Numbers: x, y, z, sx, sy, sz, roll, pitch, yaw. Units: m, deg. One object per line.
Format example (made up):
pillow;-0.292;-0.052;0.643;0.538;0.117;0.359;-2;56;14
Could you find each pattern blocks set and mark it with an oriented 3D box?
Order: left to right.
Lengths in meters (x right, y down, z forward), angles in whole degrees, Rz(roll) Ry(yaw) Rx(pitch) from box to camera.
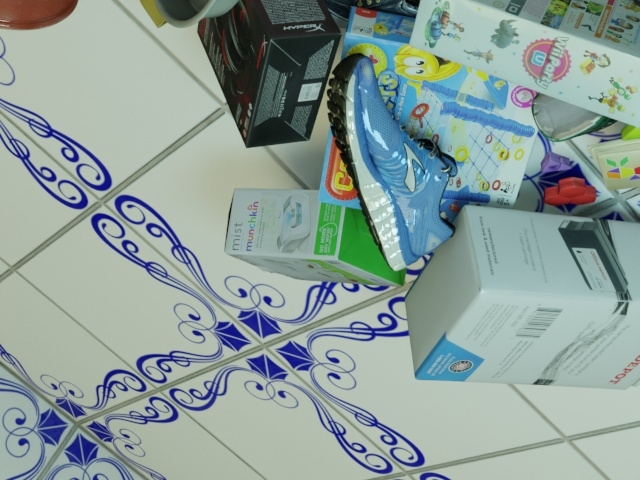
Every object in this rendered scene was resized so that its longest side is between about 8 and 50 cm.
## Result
pattern blocks set;0.480;-0.116;1.419;0.325;0.026;0.285;-3;160;12

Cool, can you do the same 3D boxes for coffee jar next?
coffee jar;0.366;-0.187;1.383;0.096;0.184;0.079;-26;87;31

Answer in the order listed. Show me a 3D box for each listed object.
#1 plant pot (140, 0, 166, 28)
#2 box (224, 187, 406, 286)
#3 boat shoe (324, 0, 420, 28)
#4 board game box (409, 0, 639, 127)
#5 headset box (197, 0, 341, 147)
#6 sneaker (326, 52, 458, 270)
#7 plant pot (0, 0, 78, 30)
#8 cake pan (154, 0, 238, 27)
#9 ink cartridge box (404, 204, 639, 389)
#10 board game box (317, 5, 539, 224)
plant pot;-0.249;-0.411;1.611;0.083;0.081;0.081;49;139;-4
box;0.000;0.000;1.768;0.231;0.126;0.262;3;170;31
boat shoe;0.079;-0.354;1.482;0.183;0.065;0.083;22;137;-1
board game box;0.296;-0.284;1.284;0.304;0.224;0.097;21;132;11
headset box;-0.090;-0.319;1.479;0.110;0.293;0.218;-9;146;-22
sneaker;0.110;-0.123;1.438;0.147;0.129;0.329;-23;117;-3
plant pot;-0.468;-0.511;1.510;0.272;0.272;0.265;32;133;-3
cake pan;-0.163;-0.444;1.401;0.054;0.293;0.293;1;157;-35
ink cartridge box;0.369;0.102;1.590;0.395;0.166;0.285;5;145;-15
board game box;0.167;-0.173;1.505;0.302;0.086;0.308;10;129;1
